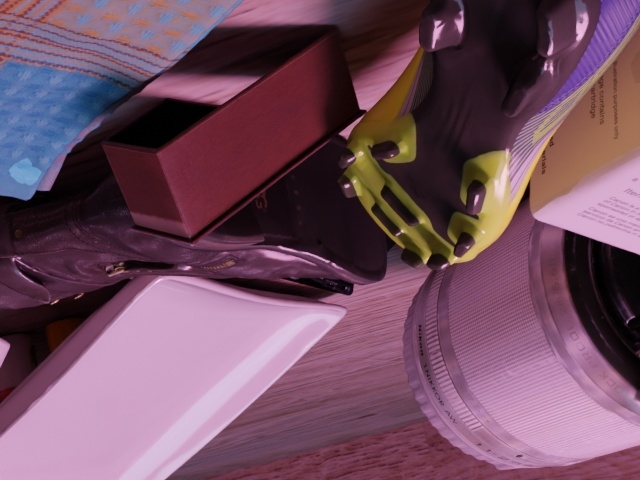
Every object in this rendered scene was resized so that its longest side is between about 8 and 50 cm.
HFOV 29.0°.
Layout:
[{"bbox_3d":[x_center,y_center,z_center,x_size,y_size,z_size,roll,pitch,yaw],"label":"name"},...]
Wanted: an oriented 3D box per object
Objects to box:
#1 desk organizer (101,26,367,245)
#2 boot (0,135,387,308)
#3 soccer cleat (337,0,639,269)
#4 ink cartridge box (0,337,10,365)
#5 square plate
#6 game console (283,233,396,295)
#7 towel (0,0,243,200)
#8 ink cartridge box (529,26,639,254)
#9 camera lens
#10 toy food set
[{"bbox_3d":[-0.040,-0.056,0.609,0.047,0.050,0.130,13,-138,43],"label":"desk organizer"},{"bbox_3d":[-0.105,-0.003,0.781,0.229,0.091,0.263,-16,162,33],"label":"boot"},{"bbox_3d":[0.086,-0.075,0.579,0.121,0.093,0.289,-43,170,-24],"label":"soccer cleat"},{"bbox_3d":[-0.273,0.057,0.768,0.104,0.061,0.181,22,168,7],"label":"ink cartridge box"},{"bbox_3d":[-0.174,0.146,1.119,0.344,0.049,0.347,-42,157,14],"label":"square plate"},{"bbox_3d":[0.000,0.000,0.996,0.107,0.071,0.122,14,174,20],"label":"game console"},{"bbox_3d":[-0.148,-0.094,0.451,0.271,0.040,0.370,-2,162,-39],"label":"towel"},{"bbox_3d":[0.266,-0.080,0.623,0.197,0.114,0.273,17,153,-26],"label":"ink cartridge box"},{"bbox_3d":[0.216,0.065,1.019,0.219,0.219,0.274,-6,164,-27],"label":"camera lens"},{"bbox_3d":[-0.261,0.153,1.155,0.111,0.104,0.232,-7,164,-24],"label":"toy food set"}]
